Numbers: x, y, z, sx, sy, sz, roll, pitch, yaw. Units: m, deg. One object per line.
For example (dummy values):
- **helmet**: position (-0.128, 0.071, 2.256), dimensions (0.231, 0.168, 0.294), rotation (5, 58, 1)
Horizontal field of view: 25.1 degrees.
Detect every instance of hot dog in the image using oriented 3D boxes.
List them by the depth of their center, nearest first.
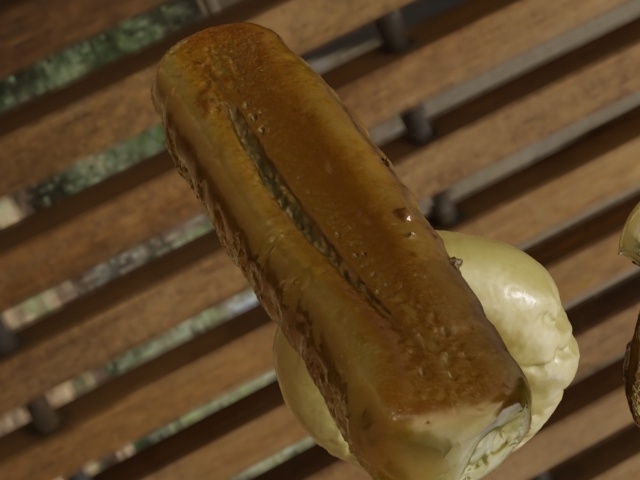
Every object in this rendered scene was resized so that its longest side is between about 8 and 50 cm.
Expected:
- **hot dog**: position (-0.002, -0.002, 0.593), dimensions (0.286, 0.087, 0.061), rotation (-117, -161, -49)

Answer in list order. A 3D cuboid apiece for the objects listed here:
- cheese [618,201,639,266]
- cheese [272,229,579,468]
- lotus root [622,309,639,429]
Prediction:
- **cheese**: position (0.374, -0.059, 1.239), dimensions (0.127, 0.251, 0.054), rotation (38, 3, 25)
- **cheese**: position (0.084, 0.086, 1.118), dimensions (0.226, 0.214, 0.117), rotation (29, 30, -31)
- **lotus root**: position (0.213, 0.046, 0.470), dimensions (0.303, 0.130, 0.146), rotation (-2, -86, 51)
